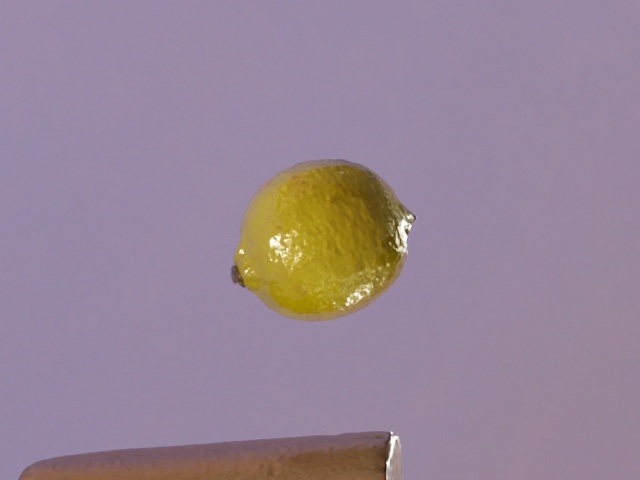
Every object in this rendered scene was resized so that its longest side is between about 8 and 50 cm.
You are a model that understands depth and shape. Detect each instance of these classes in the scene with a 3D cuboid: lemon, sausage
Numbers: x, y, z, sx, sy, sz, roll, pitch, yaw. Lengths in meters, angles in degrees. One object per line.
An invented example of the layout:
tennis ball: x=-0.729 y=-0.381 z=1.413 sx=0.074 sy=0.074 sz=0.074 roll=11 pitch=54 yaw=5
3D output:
lemon: x=0.000 y=0.000 z=0.797 sx=0.133 sy=0.109 sz=0.109 roll=-18 pitch=-88 yaw=-16
sausage: x=-0.069 y=0.196 z=0.803 sx=0.123 sy=0.252 sz=0.123 roll=-4 pitch=-90 yaw=-84
